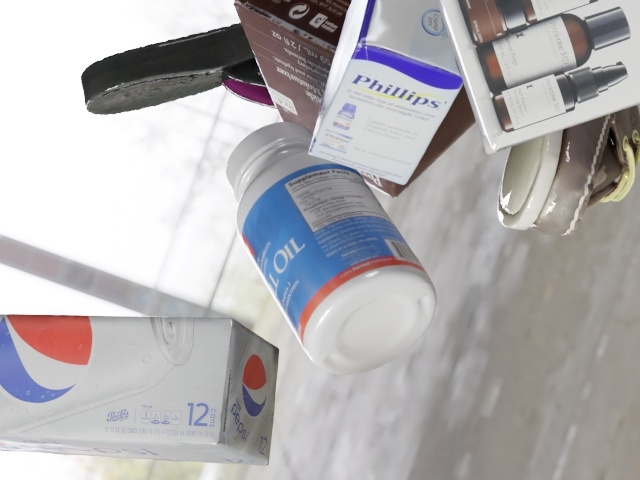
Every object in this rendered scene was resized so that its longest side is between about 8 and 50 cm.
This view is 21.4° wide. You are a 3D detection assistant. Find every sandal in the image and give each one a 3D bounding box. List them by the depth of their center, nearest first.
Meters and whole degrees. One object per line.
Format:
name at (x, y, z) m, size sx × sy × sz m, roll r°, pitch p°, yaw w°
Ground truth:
sandal at (-0.041, -0.189, 1.894) m, size 0.167 × 0.445 × 0.107 m, roll 73°, pitch -178°, yaw -82°

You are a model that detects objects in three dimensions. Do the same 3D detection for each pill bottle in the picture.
pill bottle at (0.000, 0.000, 1.482) m, size 0.221 × 0.124 × 0.124 m, roll 57°, pitch 136°, yaw 39°

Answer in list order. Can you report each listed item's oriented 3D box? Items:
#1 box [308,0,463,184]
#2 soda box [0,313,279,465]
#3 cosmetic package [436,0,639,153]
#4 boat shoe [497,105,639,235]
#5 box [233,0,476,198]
box at (0.053, -0.127, 1.094) m, size 0.137 × 0.072 × 0.126 m, roll 118°, pitch 168°, yaw -59°
soda box at (-0.180, 0.106, 1.231) m, size 0.098 × 0.286 × 0.091 m, roll 38°, pitch -125°, yaw -64°
cosmetic package at (0.083, -0.166, 0.747) m, size 0.060 × 0.099 × 0.239 m, roll -21°, pitch -88°, yaw -87°
boat shoe at (0.200, -0.083, 1.299) m, size 0.324 × 0.096 × 0.117 m, roll -69°, pitch 5°, yaw -66°
box at (0.050, -0.189, 1.685) m, size 0.167 × 0.168 × 0.203 m, roll -44°, pitch -40°, yaw -19°
